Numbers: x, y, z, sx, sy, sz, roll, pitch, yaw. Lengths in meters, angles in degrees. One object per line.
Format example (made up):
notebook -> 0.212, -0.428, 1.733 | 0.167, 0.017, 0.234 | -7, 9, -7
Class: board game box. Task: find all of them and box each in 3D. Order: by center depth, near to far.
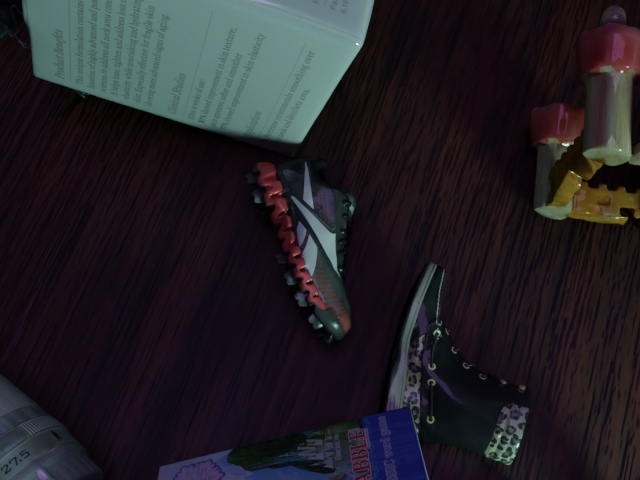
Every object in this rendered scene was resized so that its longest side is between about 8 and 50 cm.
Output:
board game box -> -0.029, 0.330, 0.796 | 0.318, 0.066, 0.319 | -15, 26, 3

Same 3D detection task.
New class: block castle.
block castle -> 0.524, -0.141, 0.999 | 0.453, 0.303, 0.213 | 9, 75, 3

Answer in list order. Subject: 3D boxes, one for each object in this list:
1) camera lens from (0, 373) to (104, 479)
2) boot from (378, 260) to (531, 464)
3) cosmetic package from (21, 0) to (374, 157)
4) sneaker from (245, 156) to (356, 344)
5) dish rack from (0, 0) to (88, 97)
camera lens -> -0.415, 0.257, 0.866 | 0.274, 0.219, 0.219 | 35, 72, 12
boot -> 0.181, 0.159, 0.989 | 0.178, 0.085, 0.236 | 15, 75, 3
cosmetic package -> -0.147, -0.366, 1.017 | 0.393, 0.329, 0.327 | 17, 69, -12
sneaker -> 0.000, 0.000, 1.040 | 0.135, 0.097, 0.276 | -19, 68, -6
dish rack -> -0.374, -0.339, 1.190 | 0.271, 0.074, 0.208 | 39, 74, 12
